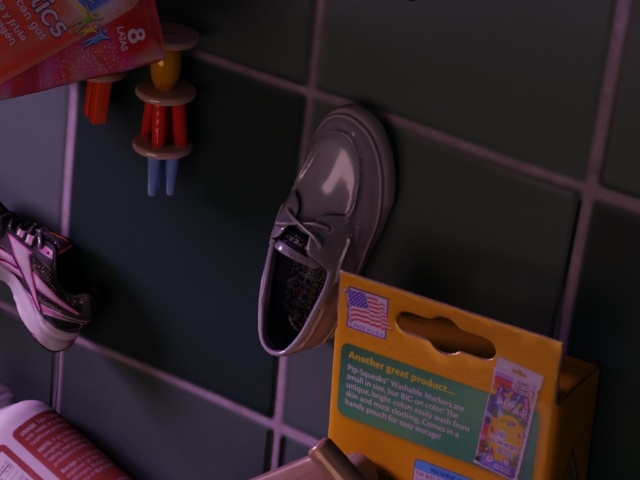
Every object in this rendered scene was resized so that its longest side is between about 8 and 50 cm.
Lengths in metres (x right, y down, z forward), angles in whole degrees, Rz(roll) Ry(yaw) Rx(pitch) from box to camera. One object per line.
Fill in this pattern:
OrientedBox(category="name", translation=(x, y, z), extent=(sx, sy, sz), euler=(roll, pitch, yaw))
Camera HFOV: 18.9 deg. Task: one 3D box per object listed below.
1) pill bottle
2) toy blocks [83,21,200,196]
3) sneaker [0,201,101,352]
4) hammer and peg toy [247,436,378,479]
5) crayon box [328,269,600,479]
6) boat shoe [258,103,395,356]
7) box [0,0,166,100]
OrientedBox(category="pill bottle", translation=(-0.264, 0.230, 1.819), extent=(0.216, 0.121, 0.121), euler=(40, 127, 16))
OrientedBox(category="toy blocks", translation=(-0.162, -0.118, 1.643), extent=(0.123, 0.054, 0.148), euler=(20, 120, 26))
OrientedBox(category="sneaker", translation=(-0.264, 0.010, 1.771), extent=(0.077, 0.072, 0.178), euler=(-38, 93, 27))
OrientedBox(category="hammer and peg toy", translation=(0.015, 0.291, 1.541), extent=(0.361, 0.127, 0.266), euler=(-29, 90, 39))
OrientedBox(category="crayon box", translation=(0.110, 0.182, 1.563), extent=(0.203, 0.083, 0.323), euler=(18, 119, 28))
OrientedBox(category="boat shoe", translation=(-0.001, 0.000, 1.563), extent=(0.079, 0.081, 0.227), euler=(28, 123, 23))
OrientedBox(category="box", translation=(-0.260, -0.195, 1.541), extent=(0.300, 0.154, 0.142), euler=(8, 113, 60))
